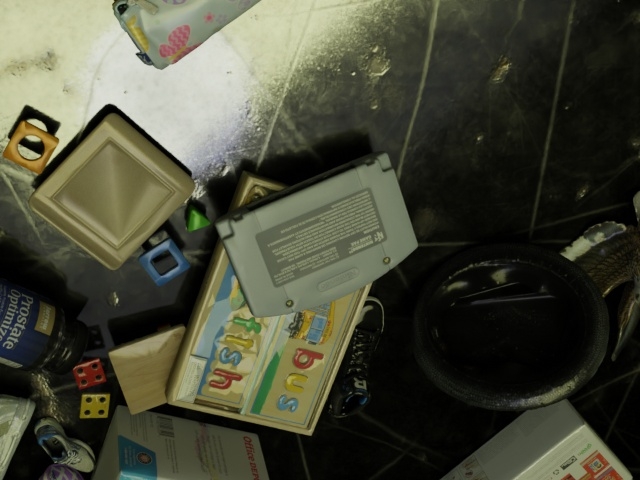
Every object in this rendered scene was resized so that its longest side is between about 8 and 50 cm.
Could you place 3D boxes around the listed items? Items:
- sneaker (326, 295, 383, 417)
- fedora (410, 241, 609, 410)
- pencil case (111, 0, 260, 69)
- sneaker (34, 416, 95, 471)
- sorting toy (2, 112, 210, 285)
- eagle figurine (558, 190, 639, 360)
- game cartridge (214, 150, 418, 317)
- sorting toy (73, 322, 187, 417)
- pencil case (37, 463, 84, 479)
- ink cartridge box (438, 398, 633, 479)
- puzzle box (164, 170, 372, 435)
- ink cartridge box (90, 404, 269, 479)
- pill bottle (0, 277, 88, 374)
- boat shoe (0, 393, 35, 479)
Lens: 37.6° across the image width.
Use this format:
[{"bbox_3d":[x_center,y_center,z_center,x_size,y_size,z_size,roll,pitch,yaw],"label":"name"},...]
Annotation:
[{"bbox_3d":[0.071,0.216,1.652,0.079,0.121,0.216,13,110,-20],"label":"sneaker"},{"bbox_3d":[0.332,0.163,1.641,0.334,0.334,0.152,-32,151,2],"label":"fedora"},{"bbox_3d":[-0.162,-0.362,1.331,0.273,0.113,0.124,-34,140,2],"label":"pencil case"},{"bbox_3d":[-0.446,0.369,1.632,0.052,0.058,0.135,-40,118,6],"label":"sneaker"},{"bbox_3d":[-0.325,-0.078,1.464,0.196,0.047,0.348,-46,117,4],"label":"sorting toy"},{"bbox_3d":[0.559,0.064,1.693,0.226,0.225,0.298,54,132,11],"label":"eagle figurine"},{"bbox_3d":[0.000,0.000,1.507,0.297,0.062,0.198,-23,114,-9],"label":"game cartridge"},{"bbox_3d":[-0.290,0.215,1.600,0.275,0.046,0.132,-20,117,-11],"label":"sorting toy"},{"bbox_3d":[-0.496,0.487,1.657,0.206,0.088,0.086,-49,151,14],"label":"pencil case"},{"bbox_3d":[0.441,0.494,1.867,0.309,0.130,0.272,-40,119,7],"label":"ink cartridge box"},{"bbox_3d":[-0.069,0.115,1.577,0.272,0.052,0.408,16,100,-21],"label":"puzzle box"},{"bbox_3d":[-0.249,0.444,1.636,0.270,0.198,0.197,16,109,-19],"label":"ink cartridge box"},{"bbox_3d":[-0.481,0.132,1.468,0.219,0.123,0.123,30,105,-38],"label":"pill bottle"},{"bbox_3d":[-0.558,0.405,1.591,0.103,0.118,0.320,10,105,-13],"label":"boat shoe"}]
